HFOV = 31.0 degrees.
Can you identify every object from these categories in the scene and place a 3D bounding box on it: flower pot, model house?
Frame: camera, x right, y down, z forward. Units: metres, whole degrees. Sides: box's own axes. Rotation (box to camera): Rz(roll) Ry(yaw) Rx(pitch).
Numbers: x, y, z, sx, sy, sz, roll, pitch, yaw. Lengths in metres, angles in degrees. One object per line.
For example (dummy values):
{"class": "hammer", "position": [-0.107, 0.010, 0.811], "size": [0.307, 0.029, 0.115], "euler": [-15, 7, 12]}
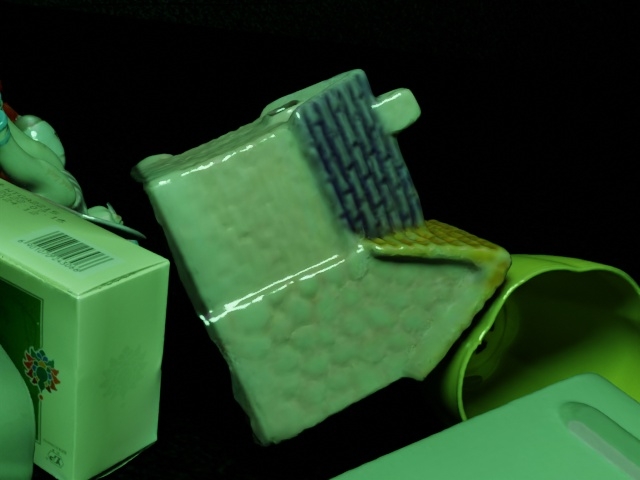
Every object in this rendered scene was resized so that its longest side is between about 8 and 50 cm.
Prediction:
{"class": "flower pot", "position": [0.163, 0.093, 0.990], "size": [0.195, 0.195, 0.179], "euler": [1, 11, -22]}
{"class": "model house", "position": [0.000, 0.000, 0.938], "size": [0.237, 0.237, 0.202], "euler": [-25, 8, -6]}

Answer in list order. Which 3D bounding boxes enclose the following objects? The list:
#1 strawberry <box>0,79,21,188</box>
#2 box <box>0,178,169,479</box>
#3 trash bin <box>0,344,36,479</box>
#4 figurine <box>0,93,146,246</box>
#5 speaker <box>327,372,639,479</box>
{"class": "strawberry", "position": [-0.425, -0.096, 1.173], "size": [0.239, 0.250, 0.288], "euler": [-31, 8, -10]}
{"class": "box", "position": [-0.226, 0.064, 0.885], "size": [0.212, 0.168, 0.095], "euler": [23, 31, 31]}
{"class": "trash bin", "position": [-0.311, 0.130, 0.642], "size": [0.250, 0.219, 0.219], "euler": [3, 23, -36]}
{"class": "figurine", "position": [-0.257, -0.038, 1.057], "size": [0.103, 0.260, 0.205], "euler": [-39, 49, -10]}
{"class": "speaker", "position": [0.097, 0.223, 0.619], "size": [0.406, 0.183, 0.184], "euler": [-12, 35, -44]}
